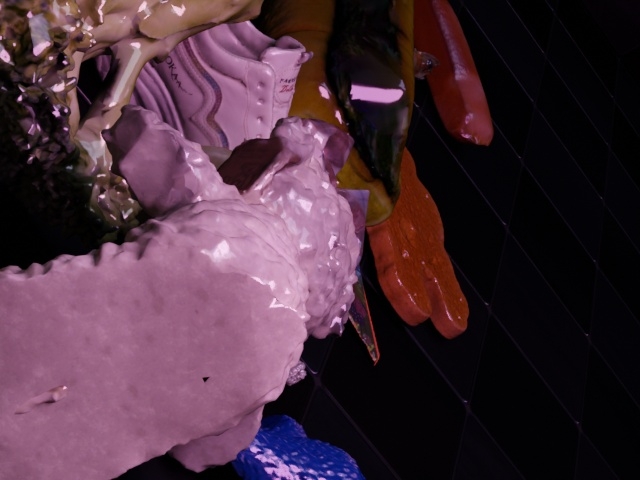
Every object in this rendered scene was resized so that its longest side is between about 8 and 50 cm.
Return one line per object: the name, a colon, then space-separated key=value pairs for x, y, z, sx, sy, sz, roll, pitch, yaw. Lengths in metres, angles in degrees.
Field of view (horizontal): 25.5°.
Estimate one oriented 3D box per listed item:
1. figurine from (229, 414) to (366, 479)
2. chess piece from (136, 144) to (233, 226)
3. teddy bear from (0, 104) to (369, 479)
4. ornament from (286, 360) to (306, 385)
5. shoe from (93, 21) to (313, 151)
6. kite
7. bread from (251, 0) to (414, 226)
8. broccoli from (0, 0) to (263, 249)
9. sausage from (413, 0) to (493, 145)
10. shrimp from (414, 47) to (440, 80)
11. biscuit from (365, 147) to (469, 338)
figurine: x=-0.035 y=0.236 z=1.378 sx=0.262 sy=0.120 sz=0.164 roll=32 pitch=42 yaw=-39
chess piece: x=-0.128 y=0.044 z=1.404 sx=0.144 sy=0.144 sz=0.251 roll=40 pitch=40 yaw=-34
teddy bear: x=-0.131 y=0.037 z=1.238 sx=0.362 sy=0.375 sz=0.327 roll=-98 pitch=171 yaw=-71
ornament: x=-0.048 y=0.119 z=1.559 sx=0.092 sy=0.041 sz=0.068 roll=53 pitch=21 yaw=7
shoe: x=-0.089 y=-0.139 z=1.549 sx=0.342 sy=0.210 sz=0.132 roll=58 pitch=27 yaw=-5
kite: x=0.000 y=0.000 z=1.785 sx=0.321 sy=0.016 sz=0.234 roll=57 pitch=26 yaw=-9
bread: x=0.016 y=-0.198 z=1.757 sx=0.376 sy=0.208 sz=0.251 roll=-92 pitch=-178 yaw=-47
broccoli: x=-0.218 y=-0.248 z=1.294 sx=0.397 sy=0.275 sz=0.353 roll=-50 pitch=147 yaw=-24
sausage: x=0.213 y=-0.282 z=2.341 sx=0.089 sy=0.083 sz=0.300 roll=17 pitch=53 yaw=-54
shrimp: x=0.081 y=-0.319 z=2.188 sx=0.296 sy=0.058 sz=0.169 roll=0 pitch=61 yaw=-56
biscuit: x=0.110 y=-0.023 z=1.954 sx=0.202 sy=0.047 sz=0.334 roll=18 pitch=50 yaw=-54
